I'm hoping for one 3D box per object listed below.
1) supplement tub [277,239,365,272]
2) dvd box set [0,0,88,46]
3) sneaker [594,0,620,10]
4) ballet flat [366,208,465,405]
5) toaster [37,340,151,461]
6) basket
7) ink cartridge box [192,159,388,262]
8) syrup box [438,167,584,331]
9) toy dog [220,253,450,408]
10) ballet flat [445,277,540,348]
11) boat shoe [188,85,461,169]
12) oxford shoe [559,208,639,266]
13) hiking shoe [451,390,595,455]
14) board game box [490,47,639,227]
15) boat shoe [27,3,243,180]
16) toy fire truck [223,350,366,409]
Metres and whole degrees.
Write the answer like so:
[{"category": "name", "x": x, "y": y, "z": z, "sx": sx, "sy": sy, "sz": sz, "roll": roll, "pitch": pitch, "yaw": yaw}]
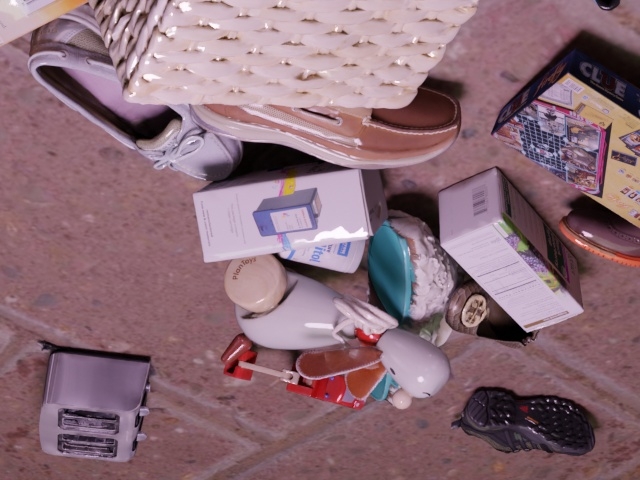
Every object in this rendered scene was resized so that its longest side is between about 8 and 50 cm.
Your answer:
[{"category": "supplement tub", "x": 0.000, "y": 0.000, "z": 1.772, "sx": 0.107, "sy": 0.071, "sz": 0.071, "roll": 13, "pitch": 140, "yaw": -13}, {"category": "dvd box set", "x": -0.467, "y": -0.307, "z": 1.369, "sx": 0.420, "sy": 0.062, "sz": 0.308, "roll": -21, "pitch": 123, "yaw": 26}, {"category": "sneaker", "x": 0.294, "y": -0.307, "z": 1.374, "sx": 0.063, "sy": 0.073, "sz": 0.162, "roll": -12, "pitch": 139, "yaw": 18}, {"category": "ballet flat", "x": 0.132, "y": 0.081, "z": 1.848, "sx": 0.147, "sy": 0.147, "sz": 0.409, "roll": 4, "pitch": 144, "yaw": -2}, {"category": "toaster", "x": -0.361, "y": 0.256, "z": 2.075, "sx": 0.185, "sy": 0.110, "sz": 0.168, "roll": 8, "pitch": 140, "yaw": -7}, {"category": "basket", "x": -0.020, "y": -0.306, "z": 1.170, "sx": 0.331, "sy": 0.266, "sz": 0.328, "roll": -2, "pitch": 146, "yaw": -32}, {"category": "ink cartridge box", "x": -0.033, "y": -0.044, "z": 1.641, "sx": 0.212, "sy": 0.154, "sz": 0.093, "roll": -6, "pitch": 101, "yaw": 13}, {"category": "syrup box", "x": 0.256, "y": 0.017, "z": 1.763, "sx": 0.096, "sy": 0.093, "sz": 0.237, "roll": -24, "pitch": 135, "yaw": 28}, {"category": "toy dog", "x": -0.009, "y": 0.141, "z": 1.754, "sx": 0.333, "sy": 0.161, "sz": 0.220, "roll": 26, "pitch": 175, "yaw": 45}, {"category": "ballet flat", "x": 0.246, "y": 0.110, "z": 1.839, "sx": 0.084, "sy": 0.058, "sz": 0.250, "roll": -57, "pitch": 148, "yaw": 3}, {"category": "boat shoe", "x": 0.011, "y": -0.168, "z": 1.527, "sx": 0.324, "sy": 0.123, "sz": 0.116, "roll": 6, "pitch": 139, "yaw": -8}, {"category": "oxford shoe", "x": 0.447, "y": -0.024, "z": 1.724, "sx": 0.271, "sy": 0.097, "sz": 0.098, "roll": 5, "pitch": 122, "yaw": -11}, {"category": "hiking shoe", "x": 0.330, "y": 0.301, "z": 2.140, "sx": 0.226, "sy": 0.086, "sz": 0.114, "roll": 17, "pitch": 153, "yaw": -9}, {"category": "board game box", "x": 0.348, "y": -0.113, "z": 1.569, "sx": 0.243, "sy": 0.042, "sz": 0.165, "roll": 31, "pitch": 148, "yaw": -13}, {"category": "boat shoe", "x": -0.217, "y": -0.155, "z": 1.562, "sx": 0.118, "sy": 0.103, "sz": 0.320, "roll": -23, "pitch": 136, "yaw": 29}, {"category": "toy fire truck", "x": -0.037, "y": 0.208, "z": 2.001, "sx": 0.192, "sy": 0.047, "sz": 0.135, "roll": 10, "pitch": 172, "yaw": 42}]
